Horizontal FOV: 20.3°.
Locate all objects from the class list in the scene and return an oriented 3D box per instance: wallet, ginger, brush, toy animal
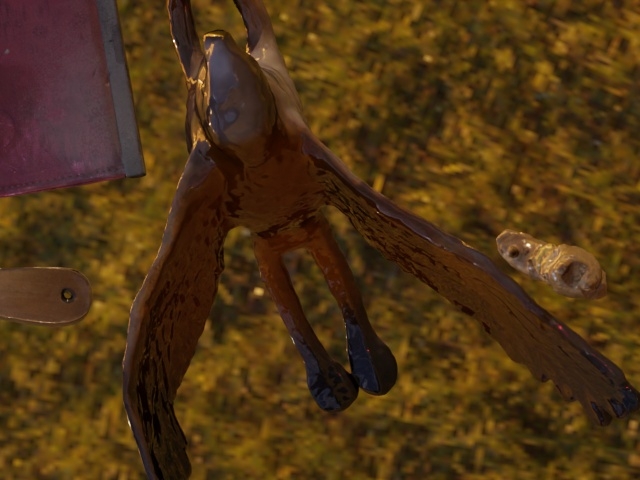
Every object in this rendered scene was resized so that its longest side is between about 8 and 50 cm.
[{"bbox_3d":[-0.194,-0.148,1.203,0.119,0.025,0.232,-9,89,1],"label":"wallet"},{"bbox_3d":[0.223,0.026,1.700,0.051,0.069,0.173,-69,18,-2],"label":"ginger"},{"bbox_3d":[-0.362,0.044,1.547,0.065,0.327,0.070,111,162,-74],"label":"brush"},{"bbox_3d":[-0.008,-0.021,0.900,0.284,0.225,0.302,-114,4,-79],"label":"toy animal"}]
